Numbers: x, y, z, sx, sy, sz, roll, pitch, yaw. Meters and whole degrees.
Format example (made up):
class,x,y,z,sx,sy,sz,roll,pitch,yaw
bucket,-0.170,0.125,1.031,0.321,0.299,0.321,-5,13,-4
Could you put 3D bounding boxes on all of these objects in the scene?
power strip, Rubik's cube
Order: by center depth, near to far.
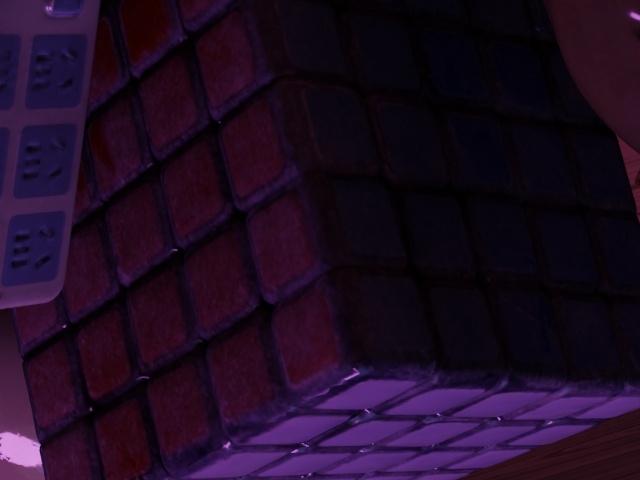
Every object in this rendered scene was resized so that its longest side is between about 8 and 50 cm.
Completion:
class,x,y,z,sx,sy,sz,roll,pitch,yaw
power strip,-0.135,-0.057,0.802,0.035,0.192,0.081,22,-162,38
Rubik's cube,0.000,0.000,0.953,0.237,0.237,0.238,2,157,-44

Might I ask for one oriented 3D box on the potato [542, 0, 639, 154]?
class,x,y,z,sx,sy,sz,roll,pitch,yaw
potato,0.220,-0.122,0.768,0.243,0.221,0.326,-36,157,29

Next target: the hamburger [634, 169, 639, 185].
class,x,y,z,sx,sy,sz,roll,pitch,yaw
hamburger,0.320,-0.060,1.166,0.259,0.145,0.283,-13,167,9

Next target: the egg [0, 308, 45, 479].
class,x,y,z,sx,sy,sz,roll,pitch,yaw
egg,-0.154,0.081,1.162,0.186,0.186,0.241,-25,147,32
